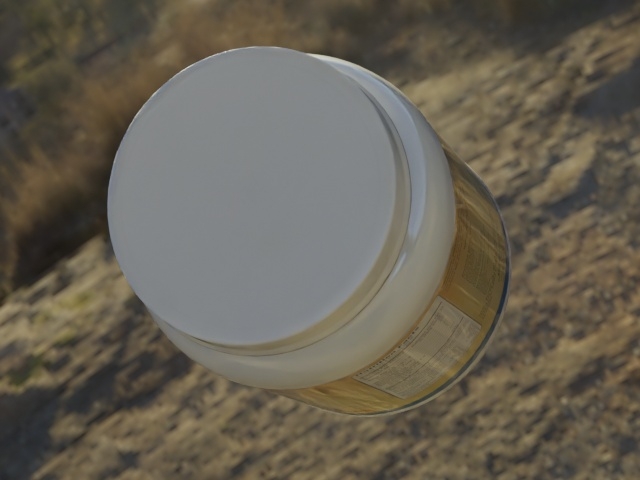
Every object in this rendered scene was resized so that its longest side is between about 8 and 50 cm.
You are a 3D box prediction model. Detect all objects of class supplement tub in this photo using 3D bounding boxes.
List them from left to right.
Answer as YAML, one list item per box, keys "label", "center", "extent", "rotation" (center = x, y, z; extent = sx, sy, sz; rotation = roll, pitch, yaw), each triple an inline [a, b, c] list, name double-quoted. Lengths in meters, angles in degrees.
- label: "supplement tub"
  center: [0.000, 0.000, 0.757]
  extent: [0.144, 0.199, 0.144]
  rotation: [-4, 78, 17]
